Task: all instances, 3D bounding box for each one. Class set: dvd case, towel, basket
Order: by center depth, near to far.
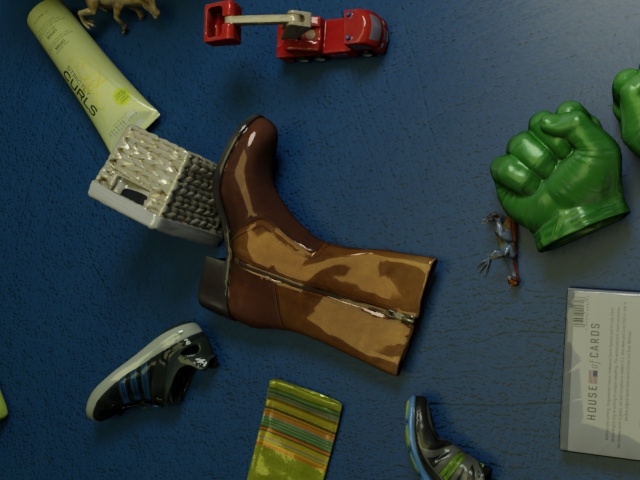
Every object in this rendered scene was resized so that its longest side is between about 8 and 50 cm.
[{"bbox_3d":[0.376,0.144,0.936,0.238,0.029,0.179,3,88,24],"label":"dvd case"},{"bbox_3d":[-0.046,0.298,1.115,0.102,0.021,0.237,15,93,24],"label":"towel"},{"bbox_3d":[-0.186,-0.067,1.124,0.113,0.167,0.103,26,91,22],"label":"basket"}]

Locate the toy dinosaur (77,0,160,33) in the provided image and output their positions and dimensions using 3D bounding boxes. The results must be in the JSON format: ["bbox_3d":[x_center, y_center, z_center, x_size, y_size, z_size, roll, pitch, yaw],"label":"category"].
[{"bbox_3d":[-0.303,-0.334,1.221,0.183,0.092,0.053,14,62,-6],"label":"toy dinosaur"}]

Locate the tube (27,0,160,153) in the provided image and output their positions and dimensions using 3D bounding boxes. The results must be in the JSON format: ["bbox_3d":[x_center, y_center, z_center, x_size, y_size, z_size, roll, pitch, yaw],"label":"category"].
[{"bbox_3d":[-0.319,-0.233,1.250,0.240,0.062,0.070,53,147,12],"label":"tube"}]

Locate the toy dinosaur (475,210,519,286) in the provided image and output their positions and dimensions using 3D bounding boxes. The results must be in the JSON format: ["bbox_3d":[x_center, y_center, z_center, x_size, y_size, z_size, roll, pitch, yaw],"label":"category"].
[{"bbox_3d":[0.213,0.007,1.012,0.090,0.047,0.082,-35,92,7],"label":"toy dinosaur"}]

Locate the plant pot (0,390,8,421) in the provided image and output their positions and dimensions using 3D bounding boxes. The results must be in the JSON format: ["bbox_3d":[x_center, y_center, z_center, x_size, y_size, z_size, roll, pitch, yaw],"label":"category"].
[{"bbox_3d":[-0.625,0.216,1.268,0.207,0.228,0.227,-36,74,24],"label":"plant pot"}]

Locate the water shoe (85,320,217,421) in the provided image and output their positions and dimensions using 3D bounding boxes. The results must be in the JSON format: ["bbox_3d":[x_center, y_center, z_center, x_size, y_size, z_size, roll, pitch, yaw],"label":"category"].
[{"bbox_3d":[-0.223,0.190,1.171,0.203,0.073,0.080,-41,74,17],"label":"water shoe"}]

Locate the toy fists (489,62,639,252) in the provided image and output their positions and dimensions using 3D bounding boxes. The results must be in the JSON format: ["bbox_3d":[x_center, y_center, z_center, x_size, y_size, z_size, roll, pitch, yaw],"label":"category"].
[{"bbox_3d":[0.314,-0.103,0.943,0.279,0.096,0.142,-27,75,21],"label":"toy fists"}]

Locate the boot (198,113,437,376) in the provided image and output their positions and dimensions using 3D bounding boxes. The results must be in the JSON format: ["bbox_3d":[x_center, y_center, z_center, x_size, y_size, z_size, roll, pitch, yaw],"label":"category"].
[{"bbox_3d":[0.000,0.000,1.074,0.280,0.096,0.264,14,92,23],"label":"boot"}]

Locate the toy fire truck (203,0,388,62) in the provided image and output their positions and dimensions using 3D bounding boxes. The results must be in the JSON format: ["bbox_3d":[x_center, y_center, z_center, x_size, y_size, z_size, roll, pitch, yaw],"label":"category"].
[{"bbox_3d":[-0.028,-0.253,1.079,0.192,0.135,0.047,0,87,24],"label":"toy fire truck"}]

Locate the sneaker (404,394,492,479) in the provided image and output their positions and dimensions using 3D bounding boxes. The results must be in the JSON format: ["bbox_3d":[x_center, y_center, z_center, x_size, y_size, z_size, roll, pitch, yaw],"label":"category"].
[{"bbox_3d":[0.150,0.260,1.017,0.078,0.067,0.188,-27,74,-2],"label":"sneaker"}]
